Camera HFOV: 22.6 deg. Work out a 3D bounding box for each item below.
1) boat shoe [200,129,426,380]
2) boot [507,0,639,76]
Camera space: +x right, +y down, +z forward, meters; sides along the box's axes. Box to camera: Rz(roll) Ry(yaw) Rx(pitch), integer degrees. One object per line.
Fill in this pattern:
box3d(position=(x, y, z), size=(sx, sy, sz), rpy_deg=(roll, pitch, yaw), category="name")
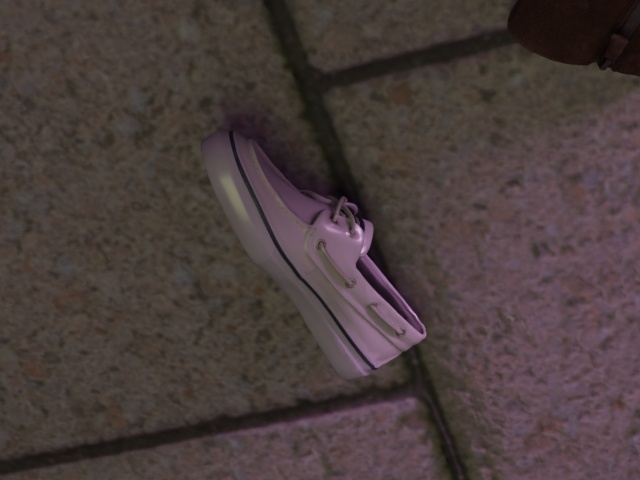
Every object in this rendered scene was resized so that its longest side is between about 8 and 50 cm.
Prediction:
box3d(position=(0.000, 0.000, 1.110), size=(0.076, 0.083, 0.226), rpy_deg=(-26, 128, 11), category="boat shoe")
box3d(position=(0.250, -0.181, 0.954), size=(0.249, 0.090, 0.207), rpy_deg=(10, 139, -3), category="boot")
